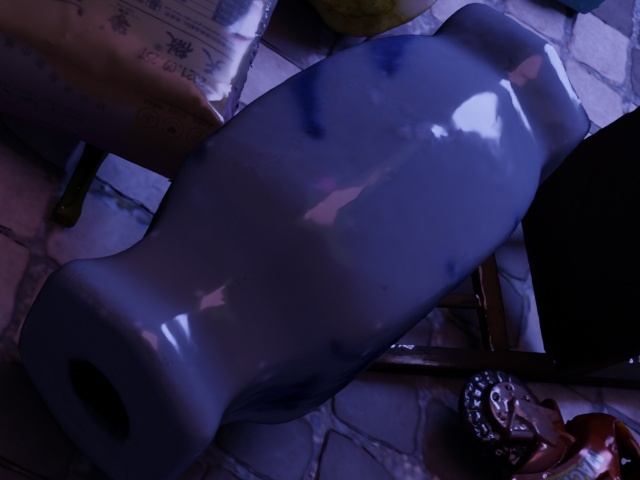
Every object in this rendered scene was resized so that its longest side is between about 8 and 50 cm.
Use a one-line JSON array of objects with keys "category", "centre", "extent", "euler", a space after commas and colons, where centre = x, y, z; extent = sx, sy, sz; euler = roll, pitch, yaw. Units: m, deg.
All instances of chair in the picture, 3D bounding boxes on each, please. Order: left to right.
[{"category": "chair", "centre": [0.239, 0.000, 1.372], "extent": [0.416, 0.241, 0.203], "euler": [7, 67, -36]}]

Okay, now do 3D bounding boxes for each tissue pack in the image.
[{"category": "tissue pack", "centre": [-0.169, -0.174, 1.237], "extent": [0.257, 0.123, 0.215], "euler": [20, 51, -3]}]

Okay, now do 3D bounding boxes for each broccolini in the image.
[{"category": "broccolini", "centre": [-0.151, -0.098, 1.294], "extent": [0.239, 0.051, 0.054], "euler": [-71, 155, -42]}]

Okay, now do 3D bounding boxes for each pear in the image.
[{"category": "pear", "centre": [0.044, -0.266, 1.491], "extent": [0.178, 0.178, 0.178], "euler": [21, 49, -26]}]

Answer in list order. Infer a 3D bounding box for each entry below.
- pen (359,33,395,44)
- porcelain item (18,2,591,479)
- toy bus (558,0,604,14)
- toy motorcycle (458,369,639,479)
[{"category": "pen", "centre": [0.094, -0.098, 1.498], "extent": [0.053, 0.032, 0.197], "euler": [-12, 67, -43]}, {"category": "porcelain item", "centre": [0.000, 0.000, 1.159], "extent": [0.405, 0.242, 0.178], "euler": [-35, 81, -31]}, {"category": "toy bus", "centre": [0.214, -0.343, 1.709], "extent": [0.256, 0.128, 0.147], "euler": [25, 49, -20]}, {"category": "toy motorcycle", "centre": [0.199, 0.234, 1.295], "extent": [0.171, 0.089, 0.298], "euler": [9, 55, -35]}]
